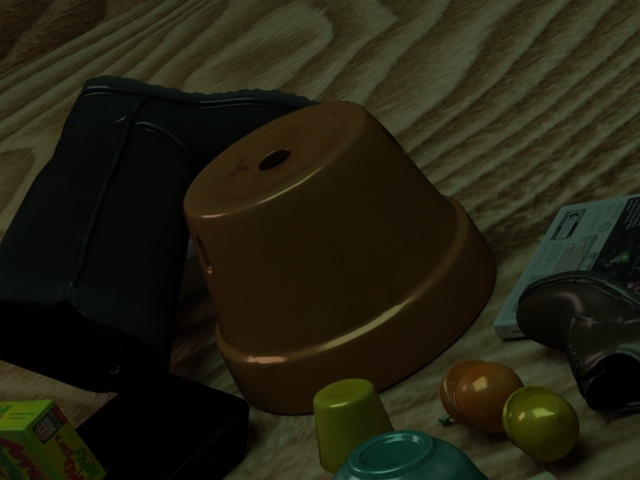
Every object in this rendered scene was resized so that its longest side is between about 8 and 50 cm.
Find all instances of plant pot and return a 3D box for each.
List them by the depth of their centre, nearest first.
[{"bbox_3d":[0.000,0.000,1.355,0.291,0.203,0.291,-24,25,12],"label":"plant pot"}]

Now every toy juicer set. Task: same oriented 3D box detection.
[{"bbox_3d":[0.098,0.186,1.027,0.209,0.089,0.329,-14,16,4],"label":"toy juicer set"}]

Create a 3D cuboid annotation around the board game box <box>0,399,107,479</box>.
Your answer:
[{"bbox_3d":[-0.291,0.200,1.313,0.181,0.092,0.043,-8,30,47],"label":"board game box"}]

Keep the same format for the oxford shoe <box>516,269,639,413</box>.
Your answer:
[{"bbox_3d":[0.220,0.083,1.089,0.096,0.083,0.227,-43,25,-18],"label":"oxford shoe"}]

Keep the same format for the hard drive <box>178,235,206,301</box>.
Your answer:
[{"bbox_3d":[-0.263,0.025,1.803,0.233,0.047,0.353,-30,23,-2],"label":"hard drive"}]

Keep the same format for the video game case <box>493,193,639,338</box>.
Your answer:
[{"bbox_3d":[0.265,0.017,1.246,0.173,0.022,0.190,-10,29,39],"label":"video game case"}]

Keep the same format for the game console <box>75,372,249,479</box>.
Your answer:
[{"bbox_3d":[-0.233,0.258,1.301,0.361,0.044,0.213,-41,26,-24],"label":"game console"}]

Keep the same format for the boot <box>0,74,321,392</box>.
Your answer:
[{"bbox_3d":[-0.156,-0.012,1.540,0.367,0.146,0.445,6,33,3],"label":"boot"}]
